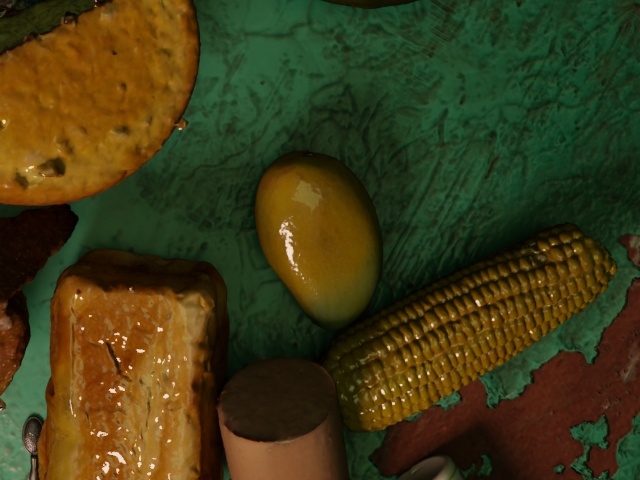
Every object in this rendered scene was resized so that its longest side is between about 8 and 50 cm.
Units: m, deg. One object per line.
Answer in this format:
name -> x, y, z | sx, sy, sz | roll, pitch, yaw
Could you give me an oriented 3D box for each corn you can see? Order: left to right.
corn -> 0.149, 0.095, 1.262 | 0.363, 0.120, 0.120 | -27, 98, -5

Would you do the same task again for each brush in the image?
brush -> -0.304, 0.227, 1.247 | 0.024, 0.008, 0.083 | 0, 93, -13

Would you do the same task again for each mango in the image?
mango -> 0.000, 0.000, 1.244 | 0.130, 0.092, 0.194 | -11, 100, -11

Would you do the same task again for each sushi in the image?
sushi -> -0.376, 0.074, 1.152 | 0.167, 0.179, 0.296 | 23, 118, -31

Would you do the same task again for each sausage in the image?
sausage -> -0.029, 0.254, 1.207 | 0.123, 0.123, 0.253 | -13, 123, -9

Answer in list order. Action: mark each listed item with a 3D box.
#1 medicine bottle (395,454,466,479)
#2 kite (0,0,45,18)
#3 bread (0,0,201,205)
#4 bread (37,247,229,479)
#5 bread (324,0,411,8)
medicine bottle -> 0.155, 0.332, 1.295 | 0.086, 0.086, 0.183 | -34, 98, -6
kite -> -0.321, -0.199, 1.189 | 0.189, 0.009, 0.232 | -23, 119, -27
bread -> -0.248, -0.132, 1.130 | 0.340, 0.194, 0.179 | -31, 113, -24
bread -> -0.190, 0.184, 1.195 | 0.195, 0.149, 0.344 | 6, 93, 5
bread -> 0.058, -0.424, 1.208 | 0.366, 0.129, 0.382 | -37, 99, -6
